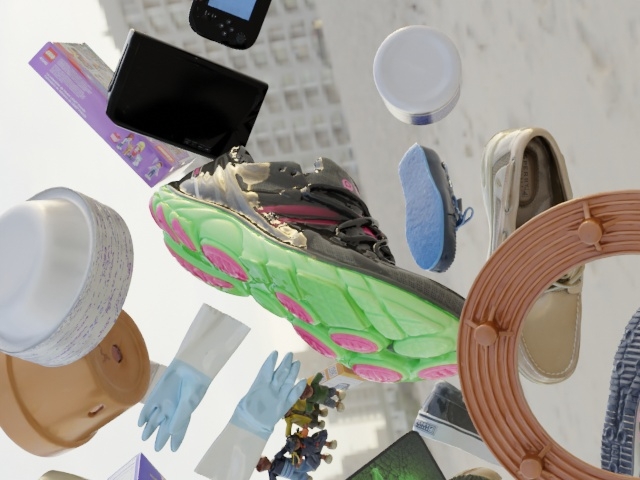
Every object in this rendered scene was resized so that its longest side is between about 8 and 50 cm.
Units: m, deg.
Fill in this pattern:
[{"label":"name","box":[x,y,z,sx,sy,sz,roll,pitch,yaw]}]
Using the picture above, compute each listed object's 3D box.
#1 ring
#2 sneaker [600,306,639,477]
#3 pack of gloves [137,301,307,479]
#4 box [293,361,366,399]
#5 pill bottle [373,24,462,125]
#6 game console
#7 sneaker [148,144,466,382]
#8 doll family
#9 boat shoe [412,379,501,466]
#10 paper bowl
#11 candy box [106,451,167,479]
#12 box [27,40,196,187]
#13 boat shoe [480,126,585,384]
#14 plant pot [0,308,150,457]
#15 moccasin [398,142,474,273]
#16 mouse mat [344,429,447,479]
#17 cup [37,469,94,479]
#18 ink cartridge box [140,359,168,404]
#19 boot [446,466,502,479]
[{"label":"ring","box":[0.285,0.120,1.015,0.032,0.336,0.337,-38,-59,-64]},{"label":"sneaker","box":[0.554,0.258,1.860,0.112,0.131,0.319,-152,72,-67]},{"label":"pack of gloves","box":[-0.142,0.238,1.636,0.232,0.195,0.046,-60,10,5]},{"label":"box","box":[0.014,0.268,2.110,0.081,0.136,0.028,22,-133,-49]},{"label":"pill bottle","box":[0.180,-0.289,2.038,0.264,0.153,0.153,15,-113,-82]},{"label":"game console","box":[-0.154,-0.304,1.598,0.361,0.213,0.044,-69,24,7]},{"label":"sneaker","box":[0.000,0.000,1.307,0.482,0.202,0.185,29,155,35]},{"label":"doll family","box":[-0.034,0.297,1.733,0.111,0.076,0.193,21,-107,-45]},{"label":"boat shoe","box":[0.260,0.286,1.755,0.306,0.113,0.105,27,-97,-39]},{"label":"paper bowl","box":[-0.448,0.049,1.811,0.148,0.284,0.284,28,-133,-46]},{"label":"candy box","box":[-0.372,0.675,2.557,0.268,0.122,0.317,52,-173,-18]},{"label":"box","box":[-0.353,-0.222,1.950,0.293,0.057,0.201,46,-170,-2]},{"label":"boat shoe","box":[0.277,0.024,1.447,0.110,0.121,0.341,-170,68,-78]},{"label":"plant pot","box":[-0.454,0.239,2.101,0.291,0.203,0.291,48,-149,-42]},{"label":"moccasin","box":[0.251,-0.071,2.334,0.137,0.116,0.342,-43,35,39]},{"label":"mouse mat","box":[0.104,0.356,1.509,0.007,0.152,0.190,40,163,56]},{"label":"cup","box":[-0.317,0.527,1.708,0.331,0.236,0.331,6,-90,-86]},{"label":"ink cartridge box","box":[-0.424,0.273,2.353,0.160,0.219,0.093,50,-121,-73]},{"label":"boot","box":[0.345,0.557,2.549,0.269,0.236,0.089,1,-103,-58]}]
